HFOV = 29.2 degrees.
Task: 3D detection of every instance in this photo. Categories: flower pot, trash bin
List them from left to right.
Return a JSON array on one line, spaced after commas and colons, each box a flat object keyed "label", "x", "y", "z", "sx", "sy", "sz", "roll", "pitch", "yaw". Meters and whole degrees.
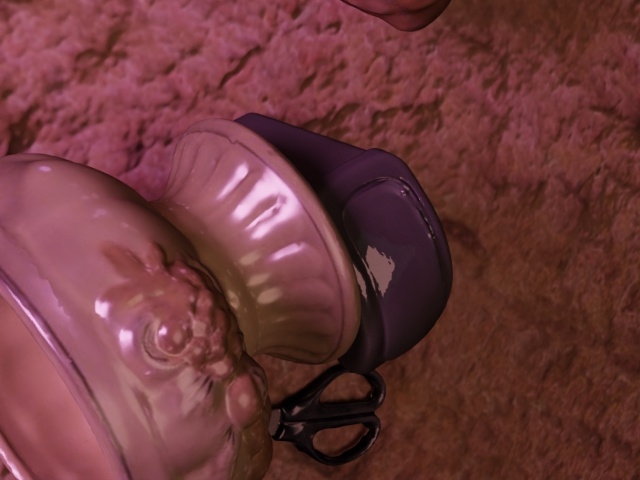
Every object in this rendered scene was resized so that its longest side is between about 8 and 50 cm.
[{"label": "flower pot", "x": -0.123, "y": 0.053, "z": 0.893, "sx": 0.244, "sy": 0.307, "sz": 0.307, "roll": -34, "pitch": 126, "yaw": -29}, {"label": "trash bin", "x": 0.000, "y": 0.000, "z": 1.015, "sx": 0.101, "sy": 0.236, "sz": 0.177, "roll": -34, "pitch": 125, "yaw": -24}]

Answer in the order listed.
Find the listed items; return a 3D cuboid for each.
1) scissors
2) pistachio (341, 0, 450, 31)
[{"label": "scissors", "x": -0.054, "y": 0.177, "z": 1.188, "sx": 0.300, "sy": 0.022, "sz": 0.109, "roll": 0, "pitch": 104, "yaw": -38}, {"label": "pistachio", "x": 0.043, "y": -0.301, "z": 0.982, "sx": 0.181, "sy": 0.162, "sz": 0.293, "roll": -45, "pitch": 128, "yaw": -39}]
